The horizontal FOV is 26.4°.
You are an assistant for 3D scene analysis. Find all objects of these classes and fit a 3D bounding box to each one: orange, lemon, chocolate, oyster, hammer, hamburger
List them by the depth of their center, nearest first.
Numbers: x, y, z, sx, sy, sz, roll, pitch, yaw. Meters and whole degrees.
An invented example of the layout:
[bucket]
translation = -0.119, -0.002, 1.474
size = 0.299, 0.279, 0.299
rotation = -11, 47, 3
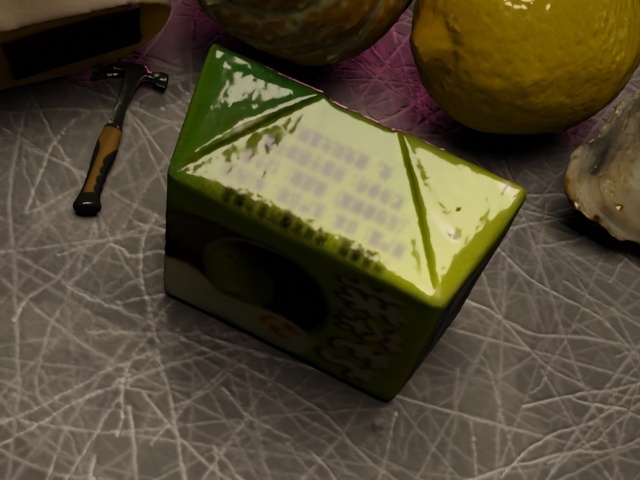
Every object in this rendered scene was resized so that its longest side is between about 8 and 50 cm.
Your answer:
[chocolate]
translation = 0.000, 0.000, 1.217
size = 0.289, 0.301, 0.137
rotation = 26, 67, 5
[hamburger]
translation = -0.291, -0.249, 1.356
size = 0.295, 0.227, 0.151
rotation = -14, 84, -24
[hammer]
translation = -0.218, -0.108, 1.398
size = 0.078, 0.021, 0.201
rotation = 16, 53, -3
[orange]
translation = -0.012, -0.351, 1.439
size = 0.249, 0.329, 0.329
rotation = 14, 51, 24
[lemon]
translation = 0.220, -0.225, 1.457
size = 0.288, 0.233, 0.233
rotation = -11, 60, -29
[oyster]
translation = 0.429, -0.098, 1.517
size = 0.396, 0.111, 0.204
rotation = -34, 87, -31
